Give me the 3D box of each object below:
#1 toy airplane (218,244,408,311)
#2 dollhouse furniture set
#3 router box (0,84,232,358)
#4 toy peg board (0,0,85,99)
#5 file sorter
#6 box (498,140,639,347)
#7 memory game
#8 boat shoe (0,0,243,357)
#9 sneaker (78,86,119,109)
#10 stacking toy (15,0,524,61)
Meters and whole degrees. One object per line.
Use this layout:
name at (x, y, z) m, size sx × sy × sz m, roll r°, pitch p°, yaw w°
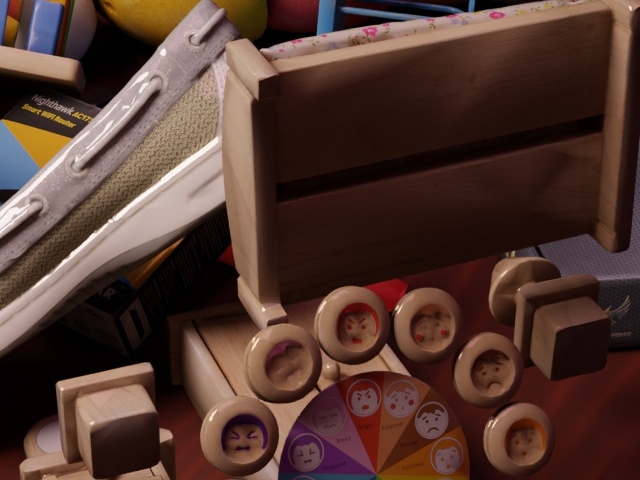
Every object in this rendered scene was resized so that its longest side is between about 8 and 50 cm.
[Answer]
toy airplane at (0.000, 0.000, 1.141) m, size 0.151 × 0.028 × 0.151 m, roll 0°, pitch 32°, yaw 0°
dollhouse furniture set at (-0.018, -0.035, 0.891) m, size 0.303 × 0.355 × 0.174 m, roll -12°, pitch 34°, yaw -19°
router box at (-0.148, -0.017, 1.111) m, size 0.179 × 0.046 × 0.133 m, roll 22°, pitch 57°, yaw 30°
toy peg board at (-0.234, -0.152, 1.195) m, size 0.161 × 0.079 × 0.160 m, roll 10°, pitch -1°, yaw -6°
file sorter at (0.051, -0.142, 1.242) m, size 0.104 × 0.170 × 0.118 m, roll 8°, pitch 32°, yaw 3°
box at (0.229, -0.009, 1.136) m, size 0.232 × 0.059 × 0.183 m, roll -4°, pitch 34°, yaw -8°
memory game at (0.029, 0.111, 0.835) m, size 0.186 × 0.186 × 0.012 m, roll -12°, pitch 6°, yaw -21°
boat shoe at (-0.163, -0.007, 0.975) m, size 0.320 × 0.103 × 0.118 m, roll -32°, pitch 6°, yaw 2°
sneaker at (-0.119, -0.083, 1.240) m, size 0.152 × 0.058 × 0.084 m, roll -32°, pitch 53°, yaw -32°
stacking toy at (-0.082, -0.262, 1.368) m, size 0.480 × 0.350 × 0.350 m, roll -27°, pitch 39°, yaw -12°
